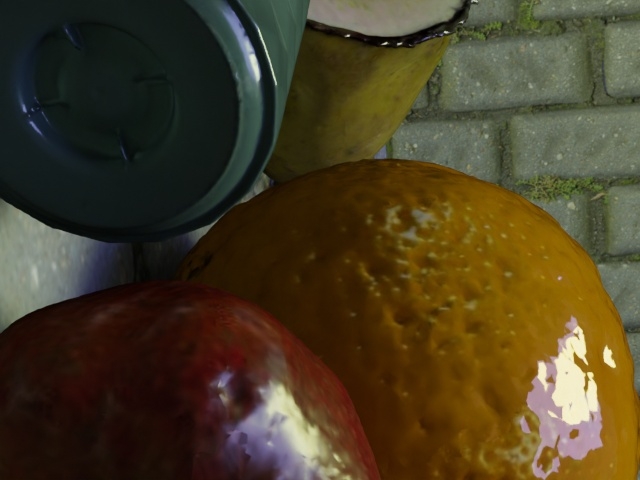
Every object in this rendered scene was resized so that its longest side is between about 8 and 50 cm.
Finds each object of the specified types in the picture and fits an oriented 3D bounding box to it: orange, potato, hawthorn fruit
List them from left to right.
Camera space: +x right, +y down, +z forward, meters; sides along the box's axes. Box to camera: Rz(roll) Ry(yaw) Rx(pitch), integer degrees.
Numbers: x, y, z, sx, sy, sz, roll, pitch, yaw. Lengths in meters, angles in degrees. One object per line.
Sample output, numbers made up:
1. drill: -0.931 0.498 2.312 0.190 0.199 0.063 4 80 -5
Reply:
1. hawthorn fruit: -0.071 0.102 0.400 0.202 0.185 0.185 -141 -134 -79
2. potato: -0.001 -0.163 0.885 0.266 0.229 0.229 115 -16 -50
3. orange: 0.056 0.109 0.632 0.340 0.293 0.340 164 -90 -75

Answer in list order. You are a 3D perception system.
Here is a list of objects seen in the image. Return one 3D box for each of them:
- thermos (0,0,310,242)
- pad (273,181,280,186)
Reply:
1. thermos: -0.081 -0.115 0.498 0.286 0.145 0.182 -80 -164 -59
2. pad: -0.028 0.054 1.145 0.284 0.018 0.286 -80 163 -54
